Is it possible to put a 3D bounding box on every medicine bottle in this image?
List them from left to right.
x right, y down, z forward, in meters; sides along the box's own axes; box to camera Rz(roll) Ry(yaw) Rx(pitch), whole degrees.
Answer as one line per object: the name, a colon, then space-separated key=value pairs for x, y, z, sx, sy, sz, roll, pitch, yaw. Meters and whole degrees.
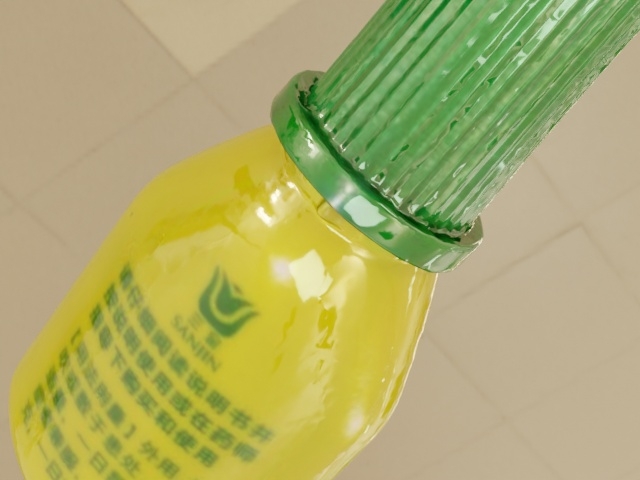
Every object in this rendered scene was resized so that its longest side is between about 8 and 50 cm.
medicine bottle: x=0.000 y=0.000 z=0.415 sx=0.111 sy=0.076 sz=0.309 roll=45 pitch=126 yaw=7
